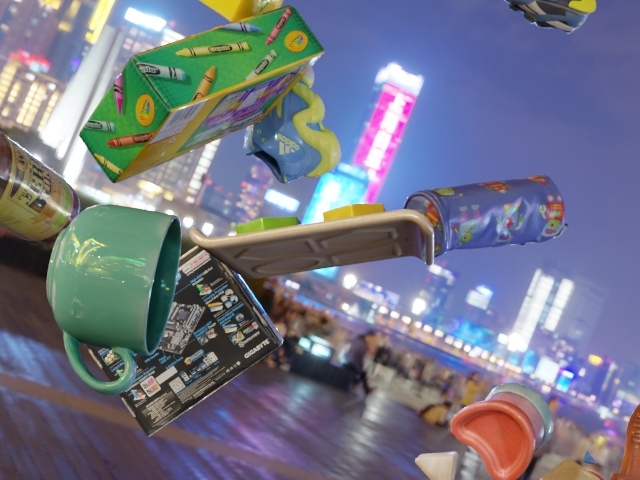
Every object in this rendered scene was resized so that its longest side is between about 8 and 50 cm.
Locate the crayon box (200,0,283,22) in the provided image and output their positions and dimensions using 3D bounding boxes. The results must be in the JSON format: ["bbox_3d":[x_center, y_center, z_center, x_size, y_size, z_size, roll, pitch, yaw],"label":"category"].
[{"bbox_3d":[-0.154,-0.505,1.264,0.363,0.313,0.106,37,20,19],"label":"crayon box"}]

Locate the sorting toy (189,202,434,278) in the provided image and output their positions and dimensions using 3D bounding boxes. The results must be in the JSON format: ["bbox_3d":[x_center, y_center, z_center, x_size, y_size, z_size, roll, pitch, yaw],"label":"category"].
[{"bbox_3d":[0.000,0.000,0.889,0.208,0.038,0.193,-4,-11,6],"label":"sorting toy"}]

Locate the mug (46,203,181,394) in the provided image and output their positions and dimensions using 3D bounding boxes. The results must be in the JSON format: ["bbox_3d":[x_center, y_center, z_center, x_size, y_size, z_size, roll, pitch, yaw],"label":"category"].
[{"bbox_3d":[-0.190,0.041,0.855,0.097,0.129,0.157,11,40,1],"label":"mug"}]

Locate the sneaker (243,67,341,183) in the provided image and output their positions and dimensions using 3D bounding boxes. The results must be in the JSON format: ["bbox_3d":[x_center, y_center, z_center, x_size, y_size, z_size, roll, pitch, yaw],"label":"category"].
[{"bbox_3d":[-0.065,-0.190,1.355,0.240,0.126,0.091,63,-23,-7],"label":"sneaker"}]

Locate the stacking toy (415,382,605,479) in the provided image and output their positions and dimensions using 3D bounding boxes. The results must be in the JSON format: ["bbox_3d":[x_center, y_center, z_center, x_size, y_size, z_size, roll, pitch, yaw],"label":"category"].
[{"bbox_3d":[0.354,0.420,1.734,0.309,0.279,0.130,55,39,6],"label":"stacking toy"}]

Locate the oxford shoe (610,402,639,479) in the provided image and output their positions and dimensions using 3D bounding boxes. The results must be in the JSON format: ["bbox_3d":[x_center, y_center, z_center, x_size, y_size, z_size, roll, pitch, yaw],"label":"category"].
[{"bbox_3d":[0.597,0.392,1.651,0.140,0.397,0.146,12,-42,43],"label":"oxford shoe"}]

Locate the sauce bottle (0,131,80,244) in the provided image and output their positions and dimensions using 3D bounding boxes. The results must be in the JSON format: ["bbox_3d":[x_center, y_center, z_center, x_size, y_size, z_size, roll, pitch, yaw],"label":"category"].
[{"bbox_3d":[-0.438,-0.086,1.271,0.111,0.111,0.344,22,-9,16],"label":"sauce bottle"}]

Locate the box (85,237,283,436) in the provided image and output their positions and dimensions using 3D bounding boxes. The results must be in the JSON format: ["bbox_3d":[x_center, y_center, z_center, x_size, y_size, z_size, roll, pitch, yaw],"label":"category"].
[{"bbox_3d":[-0.187,0.129,1.283,0.175,0.220,0.051,55,1,2],"label":"box"}]

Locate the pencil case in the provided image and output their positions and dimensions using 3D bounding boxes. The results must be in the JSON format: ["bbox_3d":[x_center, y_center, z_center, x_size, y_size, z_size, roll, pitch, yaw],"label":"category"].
[{"bbox_3d":[0.293,-0.041,1.699,0.306,0.133,0.119,-8,26,-30],"label":"pencil case"}]

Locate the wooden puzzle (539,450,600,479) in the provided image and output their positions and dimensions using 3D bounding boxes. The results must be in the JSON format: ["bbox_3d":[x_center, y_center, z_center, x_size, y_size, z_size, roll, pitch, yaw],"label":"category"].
[{"bbox_3d":[0.390,0.379,1.497,0.078,0.116,0.014,47,-18,58],"label":"wooden puzzle"}]

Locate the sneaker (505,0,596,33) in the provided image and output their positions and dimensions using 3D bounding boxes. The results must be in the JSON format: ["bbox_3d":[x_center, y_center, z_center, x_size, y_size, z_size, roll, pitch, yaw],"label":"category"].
[{"bbox_3d":[0.266,-0.297,1.195,0.144,0.053,0.059,21,-31,0],"label":"sneaker"}]

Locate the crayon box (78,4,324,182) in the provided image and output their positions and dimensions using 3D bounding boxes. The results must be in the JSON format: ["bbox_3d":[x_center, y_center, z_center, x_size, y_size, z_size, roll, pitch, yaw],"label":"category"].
[{"bbox_3d":[-0.142,-0.184,1.182,0.081,0.278,0.165,55,-44,4],"label":"crayon box"}]
